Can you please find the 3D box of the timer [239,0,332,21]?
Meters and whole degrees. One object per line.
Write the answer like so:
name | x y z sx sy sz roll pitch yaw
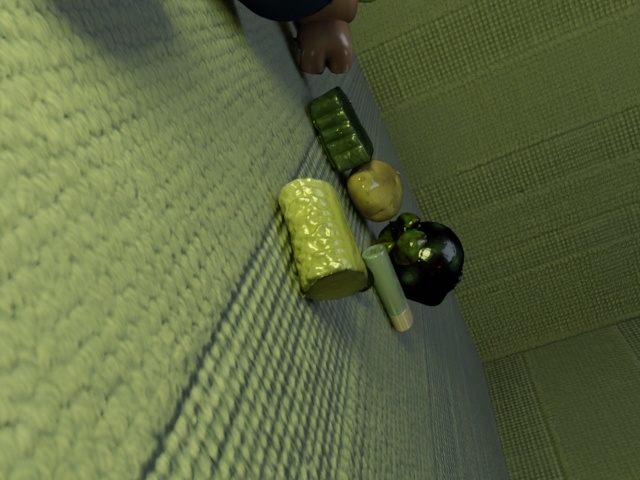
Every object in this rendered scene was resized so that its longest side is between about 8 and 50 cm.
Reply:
timer | -0.128 -0.502 0.977 0.383 0.270 0.270 -9 78 -62

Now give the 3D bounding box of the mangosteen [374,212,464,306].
mangosteen | 0.247 0.043 1.654 0.243 0.243 0.243 -21 90 -76

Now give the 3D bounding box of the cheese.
cheese | 0.000 0.000 0.981 0.123 0.094 0.167 29 37 -55

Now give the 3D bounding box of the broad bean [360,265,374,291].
broad bean | 0.053 0.049 1.203 0.254 0.046 0.065 46 27 -56

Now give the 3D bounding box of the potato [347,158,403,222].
potato | 0.135 -0.129 1.606 0.235 0.128 0.161 36 34 -58

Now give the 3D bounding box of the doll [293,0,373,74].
doll | 0.014 -0.557 1.521 0.268 0.284 0.216 92 -9 -51

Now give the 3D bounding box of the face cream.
face cream | 0.154 0.107 1.490 0.084 0.057 0.198 -73 142 -67

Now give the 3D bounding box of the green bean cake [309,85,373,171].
green bean cake | 0.048 -0.261 1.532 0.183 0.094 0.185 -62 130 -71
